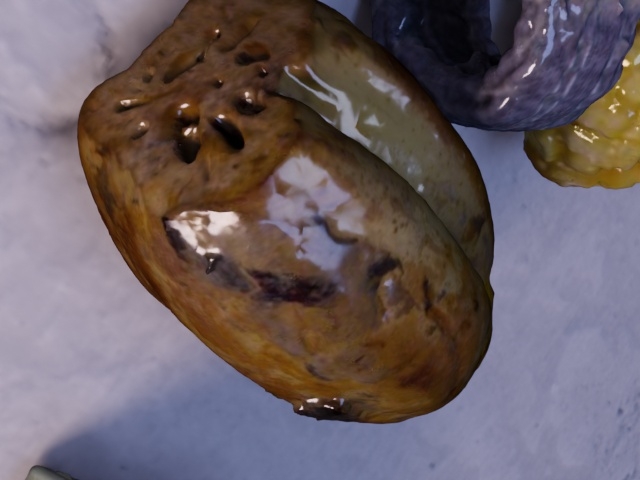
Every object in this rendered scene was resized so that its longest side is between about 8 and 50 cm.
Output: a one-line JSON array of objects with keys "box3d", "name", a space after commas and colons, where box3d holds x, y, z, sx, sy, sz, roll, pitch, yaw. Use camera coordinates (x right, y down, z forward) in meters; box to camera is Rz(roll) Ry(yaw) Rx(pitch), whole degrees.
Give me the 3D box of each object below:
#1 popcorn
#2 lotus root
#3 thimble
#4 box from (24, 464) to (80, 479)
[{"box3d": [0.207, -0.111, 0.911, 0.180, 0.180, 0.170, -37, 111, -27], "name": "popcorn"}, {"box3d": [0.008, 0.001, 0.731, 0.193, 0.193, 0.291, -53, 141, -9], "name": "lotus root"}, {"box3d": [0.106, -0.138, 0.773, 0.098, 0.150, 0.150, -1, 114, -44], "name": "thimble"}, {"box3d": [-0.100, 0.221, 0.781, 0.210, 0.148, 0.129, 36, 74, -51], "name": "box"}]
